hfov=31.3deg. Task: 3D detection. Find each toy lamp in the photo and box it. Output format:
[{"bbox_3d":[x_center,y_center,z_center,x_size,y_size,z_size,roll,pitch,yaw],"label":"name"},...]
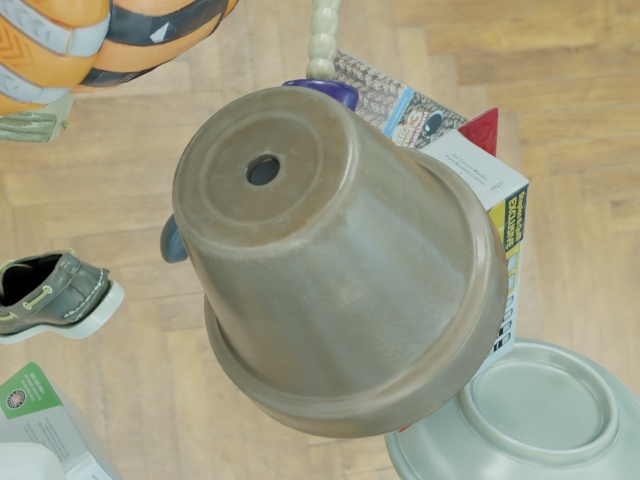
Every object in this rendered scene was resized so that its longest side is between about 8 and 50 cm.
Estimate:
[{"bbox_3d":[0.005,-0.217,1.102,0.080,0.080,0.274,5,86,-20],"label":"toy lamp"}]

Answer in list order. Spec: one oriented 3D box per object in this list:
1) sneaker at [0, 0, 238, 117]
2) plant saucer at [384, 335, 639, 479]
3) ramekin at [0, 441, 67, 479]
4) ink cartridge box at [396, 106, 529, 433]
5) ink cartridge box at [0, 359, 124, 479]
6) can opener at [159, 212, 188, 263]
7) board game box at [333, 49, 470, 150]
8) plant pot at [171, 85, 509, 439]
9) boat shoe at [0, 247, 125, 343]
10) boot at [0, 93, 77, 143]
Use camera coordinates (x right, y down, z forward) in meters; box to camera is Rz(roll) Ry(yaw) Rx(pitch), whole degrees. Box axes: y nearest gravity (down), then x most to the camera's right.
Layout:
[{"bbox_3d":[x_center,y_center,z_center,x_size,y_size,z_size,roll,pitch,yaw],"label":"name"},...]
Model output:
[{"bbox_3d":[-0.150,-0.178,0.402,0.321,0.124,0.180,49,33,2],"label":"sneaker"},{"bbox_3d":[0.290,0.244,1.555,0.400,0.400,0.100,-9,130,-21],"label":"plant saucer"},{"bbox_3d":[-0.212,0.253,0.684,0.135,0.277,0.277,-8,88,-8],"label":"ramekin"},{"bbox_3d":[0.151,0.035,1.367,0.272,0.309,0.130,-33,54,-22],"label":"ink cartridge box"},{"bbox_3d":[-0.295,0.237,1.025,0.212,0.154,0.093,-38,133,-10],"label":"ink cartridge box"},{"bbox_3d":[-0.129,-0.049,1.498,0.095,0.283,0.076,-12,63,-36],"label":"can opener"},{"bbox_3d":[0.094,-0.143,1.841,0.291,0.141,0.232,12,108,-59],"label":"board game box"},{"bbox_3d":[0.000,0.000,0.908,0.263,0.263,0.229,-59,148,-15],"label":"plant pot"},{"bbox_3d":[-0.356,0.063,1.412,0.091,0.305,0.109,48,58,-26],"label":"boat shoe"},{"bbox_3d":[-0.232,-0.202,1.133,0.095,0.203,0.262,41,34,13],"label":"boot"}]
